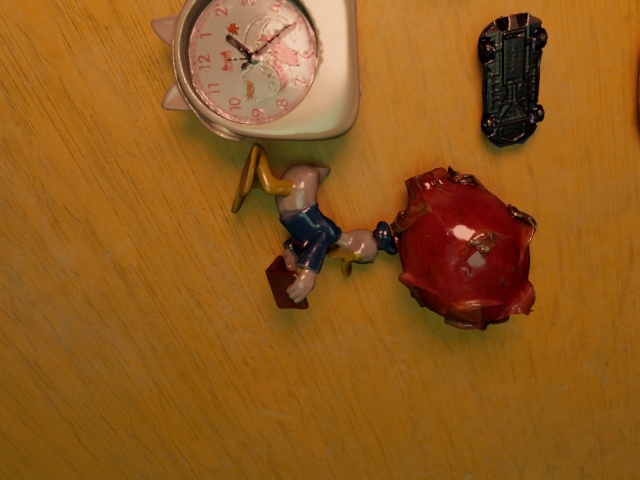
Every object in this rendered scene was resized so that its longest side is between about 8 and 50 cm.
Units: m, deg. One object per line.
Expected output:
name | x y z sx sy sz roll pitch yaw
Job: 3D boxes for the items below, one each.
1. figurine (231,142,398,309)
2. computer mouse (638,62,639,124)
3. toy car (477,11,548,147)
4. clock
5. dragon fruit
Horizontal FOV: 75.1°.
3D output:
figurine | 0.000 0.000 0.782 0.338 0.204 0.284 11 89 -16
computer mouse | 0.615 -0.269 0.691 0.145 0.082 0.237 -12 115 8
toy car | 0.322 -0.267 0.711 0.103 0.063 0.216 -10 120 7
clock | -0.100 -0.291 0.667 0.323 0.108 0.265 -2 102 2
dragon fruit | 0.262 0.021 0.763 0.250 0.250 0.315 -3 98 3
